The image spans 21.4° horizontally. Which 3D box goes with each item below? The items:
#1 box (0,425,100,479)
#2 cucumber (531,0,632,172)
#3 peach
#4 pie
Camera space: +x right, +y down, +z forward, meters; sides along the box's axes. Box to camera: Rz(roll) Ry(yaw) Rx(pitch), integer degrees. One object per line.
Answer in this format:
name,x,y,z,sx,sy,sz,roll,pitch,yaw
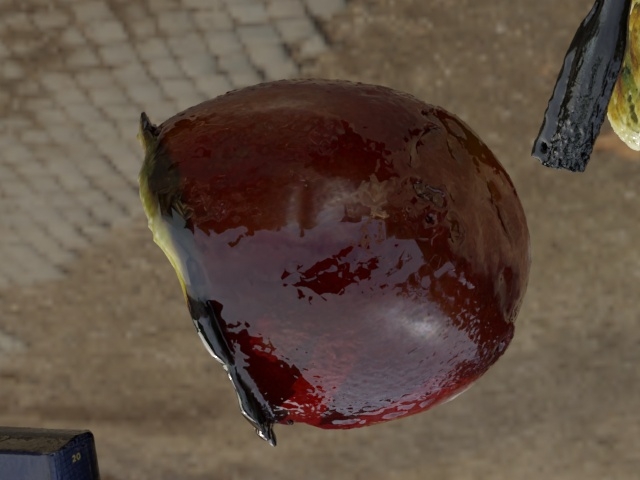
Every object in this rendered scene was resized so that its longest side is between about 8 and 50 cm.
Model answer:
box,-0.266,0.295,1.519,0.168,0.259,0.071,-1,-169,29
cucumber,0.178,-0.117,1.096,0.043,0.039,0.163,30,126,18
peach,0.000,0.000,1.640,0.416,0.339,0.353,3,137,-36
pie,0.398,-0.256,2.036,0.075,0.337,0.337,5,156,-11
